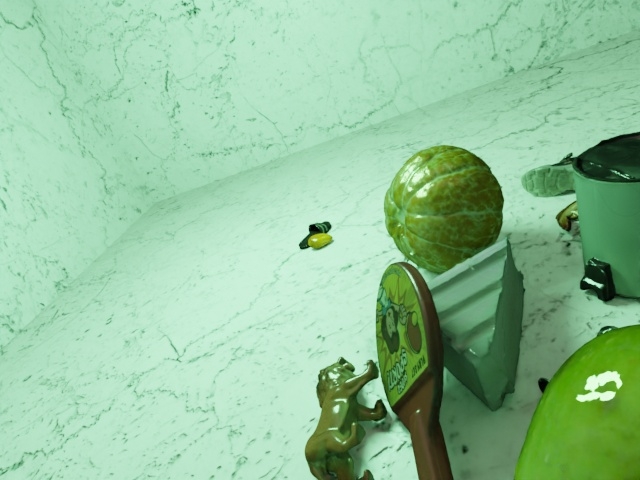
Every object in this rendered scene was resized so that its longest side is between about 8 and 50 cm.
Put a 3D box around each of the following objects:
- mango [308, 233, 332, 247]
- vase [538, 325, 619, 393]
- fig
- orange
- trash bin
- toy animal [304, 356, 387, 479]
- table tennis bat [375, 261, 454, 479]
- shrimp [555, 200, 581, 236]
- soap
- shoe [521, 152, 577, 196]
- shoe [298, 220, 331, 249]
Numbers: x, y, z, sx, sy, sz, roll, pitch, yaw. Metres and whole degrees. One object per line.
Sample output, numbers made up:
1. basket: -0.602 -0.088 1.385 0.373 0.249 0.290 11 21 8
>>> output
1. mango: 0.000 0.000 1.538 0.089 0.046 0.060 -11 27 -2
2. vase: 0.445 0.211 0.721 0.167 0.059 0.059 -31 26 -15
3. fig: 0.368 0.250 0.490 0.326 0.258 0.258 -36 25 2
4. orange: 0.305 -0.076 1.092 0.249 0.329 0.329 -13 22 -16
5. trash bin: 0.628 -0.050 0.835 0.277 0.262 0.217 -28 26 -9
6. toy animal: 0.037 0.337 0.807 0.157 0.097 0.312 -22 25 29
7. table tennis bat: 0.157 0.227 0.738 0.051 0.268 0.414 1 53 -10
8. shrimp: 0.657 -0.059 1.076 0.133 0.053 0.236 2 32 39
9. soap: 0.345 0.142 0.820 0.302 0.159 0.258 -30 21 -8
10. shoe: 0.711 -0.203 1.250 0.227 0.099 0.125 0 42 32
11. shoe: -0.023 -0.035 1.618 0.071 0.049 0.179 3 36 42
